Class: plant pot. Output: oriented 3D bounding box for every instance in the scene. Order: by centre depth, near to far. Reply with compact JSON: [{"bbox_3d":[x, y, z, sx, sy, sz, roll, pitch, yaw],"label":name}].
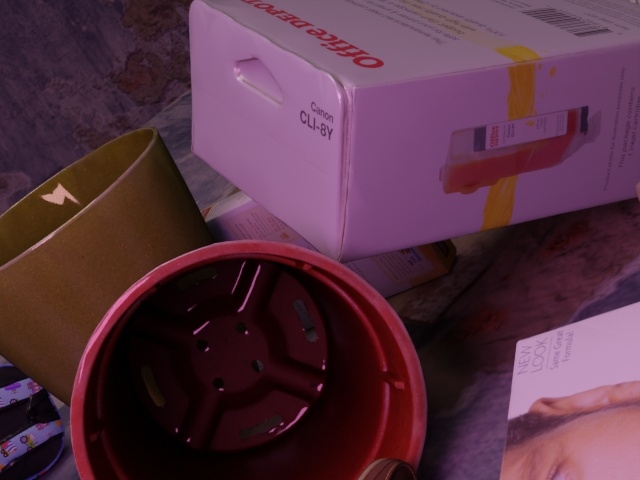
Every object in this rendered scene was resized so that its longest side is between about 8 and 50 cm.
[{"bbox_3d":[-0.068,0.121,1.129,0.272,0.272,0.265,-36,9,-2],"label":"plant pot"},{"bbox_3d":[-0.197,0.081,1.367,0.274,0.293,0.275,-31,18,12],"label":"plant pot"}]

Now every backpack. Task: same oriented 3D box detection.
[{"bbox_3d":[-0.403,0.236,1.588,0.173,0.158,0.117,-28,-4,-22],"label":"backpack"}]

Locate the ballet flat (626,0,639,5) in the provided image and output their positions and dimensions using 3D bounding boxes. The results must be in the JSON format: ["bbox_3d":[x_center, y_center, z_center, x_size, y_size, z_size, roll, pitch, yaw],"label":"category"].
[{"bbox_3d":[0.373,-0.255,1.482,0.147,0.147,0.409,-30,18,16],"label":"ballet flat"}]

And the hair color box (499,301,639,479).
[{"bbox_3d":[0.264,0.105,0.715,0.339,0.110,0.185,-24,34,35],"label":"hair color box"}]

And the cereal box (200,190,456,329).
[{"bbox_3d":[0.000,0.000,1.414,0.240,0.173,0.047,-23,26,33],"label":"cereal box"}]

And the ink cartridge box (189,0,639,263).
[{"bbox_3d":[0.107,-0.132,1.198,0.384,0.160,0.279,-12,28,-29],"label":"ink cartridge box"}]

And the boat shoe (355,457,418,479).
[{"bbox_3d":[0.044,0.228,0.939,0.060,0.064,0.178,-17,31,33],"label":"boat shoe"}]

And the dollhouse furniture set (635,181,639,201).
[{"bbox_3d":[0.417,-0.065,0.994,0.197,0.151,0.301,-20,-14,-42],"label":"dollhouse furniture set"}]
